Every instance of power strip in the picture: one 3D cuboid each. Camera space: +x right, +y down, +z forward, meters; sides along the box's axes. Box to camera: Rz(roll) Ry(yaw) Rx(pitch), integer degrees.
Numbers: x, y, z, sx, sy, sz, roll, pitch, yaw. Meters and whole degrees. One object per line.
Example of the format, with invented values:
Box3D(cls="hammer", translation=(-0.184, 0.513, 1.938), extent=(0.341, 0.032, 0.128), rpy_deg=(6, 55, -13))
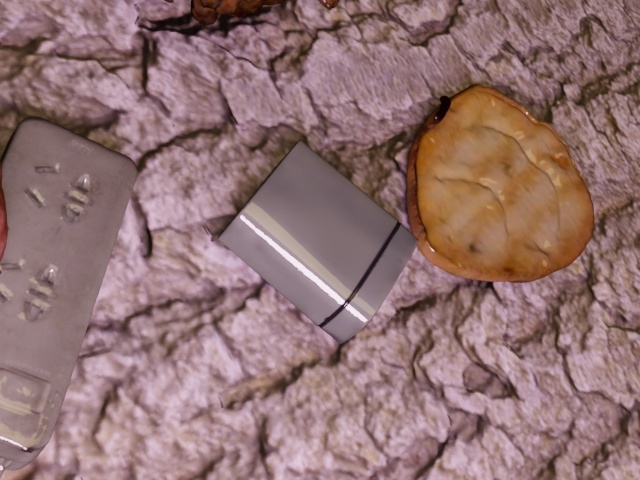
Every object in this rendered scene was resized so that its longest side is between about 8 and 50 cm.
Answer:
Box3D(cls="power strip", translation=(-0.199, 0.049, 0.677), extent=(0.093, 0.053, 0.288), rpy_deg=(25, 51, -20))

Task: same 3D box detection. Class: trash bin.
Box3D(cls="trash bin", translation=(0.000, 0.000, 0.841), extent=(0.130, 0.059, 0.116), rpy_deg=(40, 47, -6))

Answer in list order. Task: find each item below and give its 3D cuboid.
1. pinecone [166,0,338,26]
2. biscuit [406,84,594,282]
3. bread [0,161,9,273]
Box3D(cls="pinecone", translation=(-0.064, -0.301, 0.869), extent=(0.244, 0.243, 0.257), rpy_deg=(-19, 55, -41))
Box3D(cls="biscuit", translation=(0.166, -0.048, 1.002), extent=(0.203, 0.041, 0.260), rpy_deg=(52, 48, -1))
Box3D(cls="bread", translation=(-0.291, -0.029, 0.581), extent=(0.244, 0.123, 0.190), rpy_deg=(-16, 64, -26))
